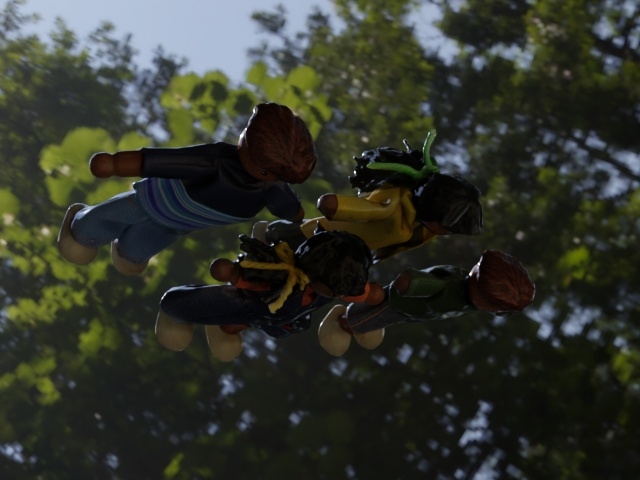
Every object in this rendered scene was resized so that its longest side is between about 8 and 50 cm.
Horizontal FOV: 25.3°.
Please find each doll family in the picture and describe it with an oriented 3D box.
[{"bbox_3d":[0.000,0.000,0.514,0.193,0.111,0.076,-2,-101,-43],"label":"doll family"}]
